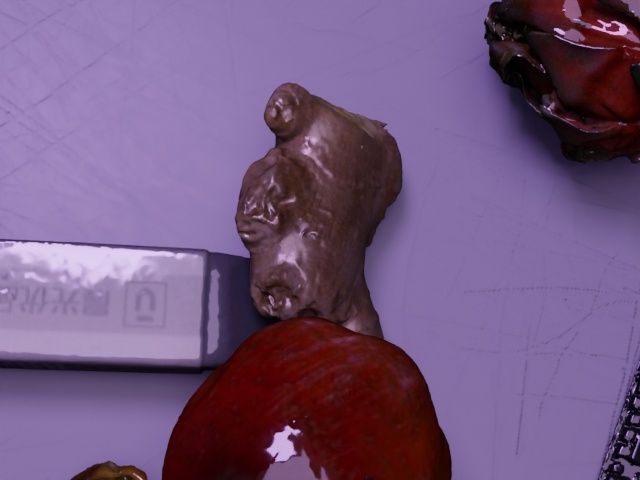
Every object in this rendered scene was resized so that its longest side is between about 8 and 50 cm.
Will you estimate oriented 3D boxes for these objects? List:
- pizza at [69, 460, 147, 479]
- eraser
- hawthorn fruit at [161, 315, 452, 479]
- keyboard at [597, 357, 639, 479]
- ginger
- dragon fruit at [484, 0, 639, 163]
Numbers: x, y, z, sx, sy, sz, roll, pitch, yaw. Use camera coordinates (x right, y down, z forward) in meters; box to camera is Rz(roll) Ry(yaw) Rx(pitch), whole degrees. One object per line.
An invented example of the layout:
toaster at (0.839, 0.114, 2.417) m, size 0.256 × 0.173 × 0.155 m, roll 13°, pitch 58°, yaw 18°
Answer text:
pizza at (-0.100, 0.265, 0.741) m, size 0.287 × 0.074 × 0.251 m, roll 8°, pitch 56°, yaw -29°
eraser at (-0.197, 0.046, 0.800) m, size 0.351 × 0.061 × 0.089 m, roll 2°, pitch 77°, yaw -4°
hawthorn fruit at (-0.012, 0.154, 0.719) m, size 0.185 × 0.185 × 0.202 m, roll 34°, pitch 41°, yaw 3°
keyboard at (0.256, 0.137, 0.843) m, size 0.072 × 0.023 × 0.231 m, roll 24°, pitch 76°, yaw 3°
ginger at (-0.004, -0.002, 0.812) m, size 0.137 × 0.074 × 0.213 m, roll 9°, pitch 83°, yaw -33°
dragon fruit at (0.216, -0.139, 0.830) m, size 0.188 × 0.182 × 0.182 m, roll -18°, pitch 79°, yaw -15°
